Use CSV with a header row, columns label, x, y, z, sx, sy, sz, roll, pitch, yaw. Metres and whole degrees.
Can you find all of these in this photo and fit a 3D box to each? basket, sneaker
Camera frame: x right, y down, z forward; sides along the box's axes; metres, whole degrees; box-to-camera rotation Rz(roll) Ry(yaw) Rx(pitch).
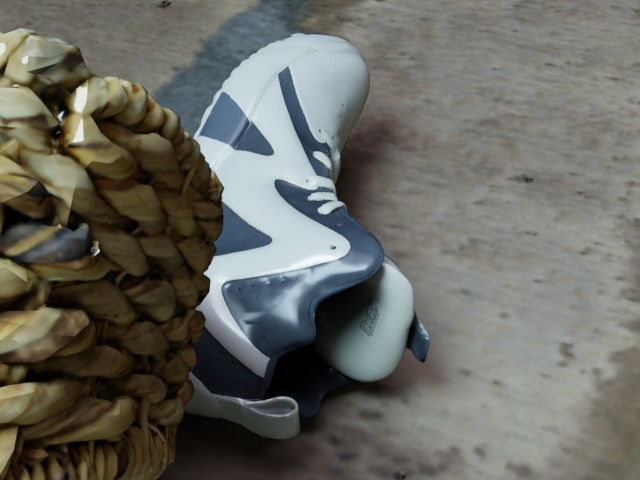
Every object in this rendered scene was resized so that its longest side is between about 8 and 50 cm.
label,x,y,z,sx,sy,sz,roll,pitch,yaw
basket,-0.154,0.063,0.414,0.213,0.299,0.223,15,79,-7
sneaker,0.000,0.000,0.629,0.153,0.094,0.235,22,47,23
